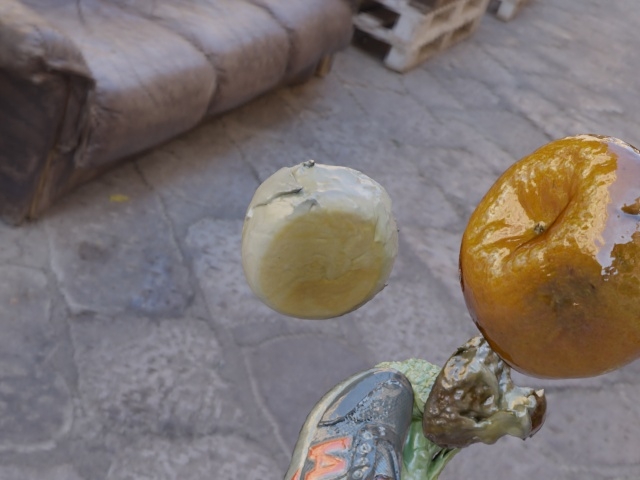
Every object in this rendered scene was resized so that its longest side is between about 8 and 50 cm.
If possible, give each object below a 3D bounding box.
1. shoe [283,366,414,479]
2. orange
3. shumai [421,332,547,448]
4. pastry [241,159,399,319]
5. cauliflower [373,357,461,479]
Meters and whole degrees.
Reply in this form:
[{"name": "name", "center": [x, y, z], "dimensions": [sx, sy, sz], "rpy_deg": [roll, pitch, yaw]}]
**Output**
[{"name": "shoe", "center": [0.048, 0.297, 1.196], "dimensions": [0.132, 0.171, 0.336], "rpy_deg": [45, 61, -26]}, {"name": "orange", "center": [0.258, 0.031, 0.959], "dimensions": [0.183, 0.249, 0.249], "rpy_deg": [32, 23, -28]}, {"name": "shumai", "center": [0.263, 0.247, 1.527], "dimensions": [0.153, 0.209, 0.161], "rpy_deg": [33, -5, 27]}, {"name": "pastry", "center": [0.000, 0.002, 1.526], "dimensions": [0.264, 0.265, 0.133], "rpy_deg": [13, 33, -14]}, {"name": "cauliflower", "center": [0.142, 0.354, 1.806], "dimensions": [0.260, 0.281, 0.327], "rpy_deg": [1, -29, 46]}]
